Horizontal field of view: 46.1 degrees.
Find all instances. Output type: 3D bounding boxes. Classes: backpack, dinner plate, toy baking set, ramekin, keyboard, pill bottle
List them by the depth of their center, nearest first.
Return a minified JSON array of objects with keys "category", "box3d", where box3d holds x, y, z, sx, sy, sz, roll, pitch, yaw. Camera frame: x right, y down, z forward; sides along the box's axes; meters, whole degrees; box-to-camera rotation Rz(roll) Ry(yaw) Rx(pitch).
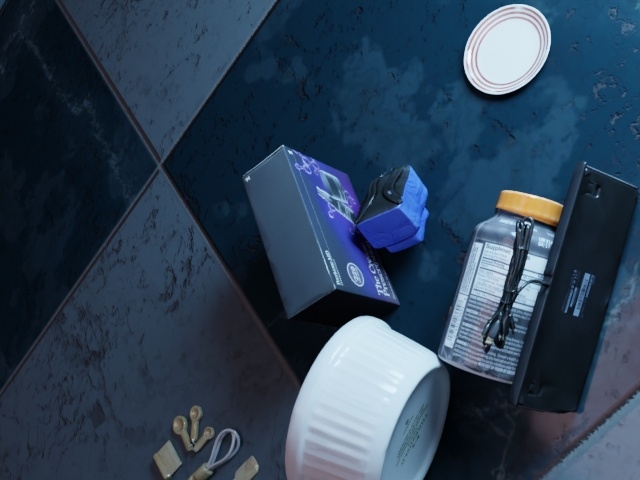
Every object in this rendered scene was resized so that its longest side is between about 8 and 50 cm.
[{"category":"keyboard","box3d":[0.291,0.057,0.941,0.033,0.201,0.317,15,89,59]},{"category":"pill bottle","box3d":[0.252,0.059,1.012,0.130,0.130,0.245,17,91,40]},{"category":"ramekin","box3d":[0.077,0.250,1.033,0.127,0.273,0.273,16,90,30]},{"category":"dinner plate","box3d":[0.283,-0.288,1.140,0.141,0.017,0.141,-11,72,37]},{"category":"backpack","box3d":[0.116,-0.049,1.171,0.098,0.101,0.120,-19,36,31]},{"category":"toy baking set","box3d":[-0.225,0.419,1.383,0.256,0.030,0.196,19,92,40]}]

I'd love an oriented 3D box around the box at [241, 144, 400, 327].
[{"category":"box","box3d":[0.000,0.000,1.196,0.103,0.184,0.261,-36,60,28]}]
